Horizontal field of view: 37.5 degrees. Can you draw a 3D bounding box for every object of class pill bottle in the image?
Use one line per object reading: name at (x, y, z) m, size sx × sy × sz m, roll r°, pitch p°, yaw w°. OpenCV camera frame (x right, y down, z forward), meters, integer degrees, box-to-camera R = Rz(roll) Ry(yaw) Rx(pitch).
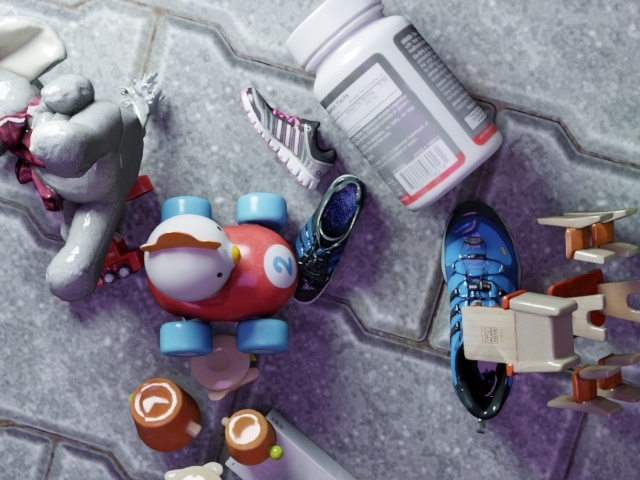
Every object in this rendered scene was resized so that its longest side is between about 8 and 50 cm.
pill bottle at (0.094, -0.192, 1.251) m, size 0.161 × 0.161 × 0.283 m, roll -39°, pitch 92°, yaw 10°

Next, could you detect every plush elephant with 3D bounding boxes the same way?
plush elephant at (-0.377, -0.137, 1.244) m, size 0.255 × 0.330 × 0.272 m, roll 12°, pitch 137°, yaw 5°

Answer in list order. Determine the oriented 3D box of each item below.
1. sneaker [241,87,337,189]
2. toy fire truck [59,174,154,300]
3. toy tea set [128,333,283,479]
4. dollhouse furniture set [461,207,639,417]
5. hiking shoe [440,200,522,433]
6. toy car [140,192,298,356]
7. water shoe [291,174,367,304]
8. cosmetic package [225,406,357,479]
sneaker at (-0.040, -0.155, 1.320) m, size 0.075 × 0.063 × 0.170 m, roll -39°, pitch 98°, yaw 10°
toy fire truck at (-0.319, -0.004, 1.376) m, size 0.192 × 0.047 × 0.135 m, roll -22°, pitch 95°, yaw 9°
toy tea set at (-0.141, 0.308, 1.335) m, size 0.200 × 0.124 × 0.336 m, roll -23°, pitch 61°, yaw -7°
dollhouse furniture set at (0.315, 0.097, 1.244) m, size 0.135 × 0.259 × 0.262 m, roll 1°, pitch 98°, yaw 42°
hiking shoe at (0.228, 0.098, 1.294) m, size 0.113 × 0.132 × 0.304 m, roll -6°, pitch 97°, yaw 6°
toy car at (-0.142, 0.029, 1.236) m, size 0.210 × 0.238 × 0.219 m, roll -2°, pitch 76°, yaw 5°
water shoe at (0.000, 0.000, 1.328) m, size 0.073 × 0.080 × 0.203 m, roll 24°, pitch 100°, yaw 2°
cosmetic package at (-0.016, 0.364, 1.392) m, size 0.239 × 0.060 × 0.099 m, roll 42°, pitch 101°, yaw -1°
